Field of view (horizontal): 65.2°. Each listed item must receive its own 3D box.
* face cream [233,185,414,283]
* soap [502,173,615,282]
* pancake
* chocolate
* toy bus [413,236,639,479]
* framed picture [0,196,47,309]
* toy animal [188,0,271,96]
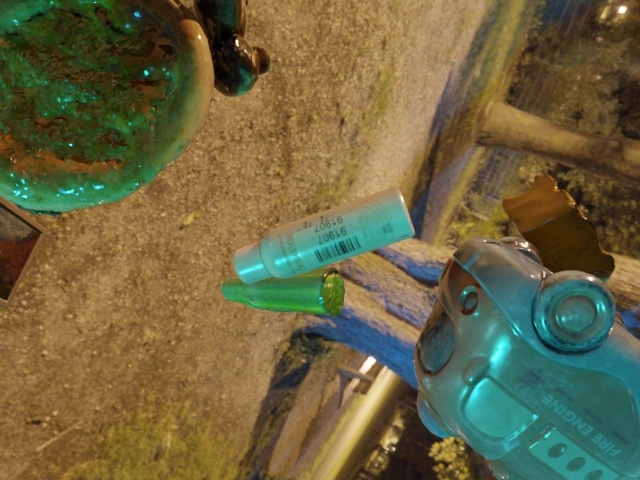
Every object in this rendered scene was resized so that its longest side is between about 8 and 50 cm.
[{"bbox_3d":[0.000,0.000,0.740,0.082,0.269,0.081,-20,90,-81],"label":"face cream"},{"bbox_3d":[0.348,-0.002,0.732,0.080,0.160,0.258,-37,156,19],"label":"soap"},{"bbox_3d":[-0.351,-0.218,0.710,0.382,0.383,0.071,-62,175,-7],"label":"pancake"},{"bbox_3d":[-0.094,0.111,1.117,0.110,0.292,0.110,5,84,-60],"label":"chocolate"},{"bbox_3d":[0.228,0.146,0.540,0.231,0.294,0.197,-52,-174,11],"label":"toy bus"},{"bbox_3d":[-0.610,0.012,0.917,0.250,0.016,0.184,90,15,-68],"label":"framed picture"},{"bbox_3d":[-0.148,-0.350,0.779,0.233,0.121,0.168,87,-10,-53],"label":"toy animal"}]
